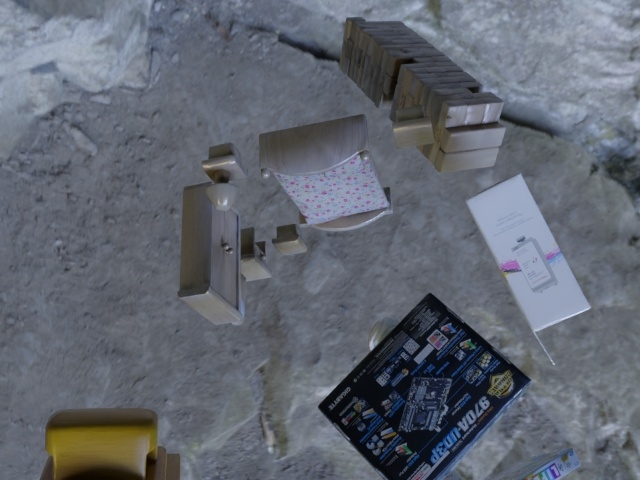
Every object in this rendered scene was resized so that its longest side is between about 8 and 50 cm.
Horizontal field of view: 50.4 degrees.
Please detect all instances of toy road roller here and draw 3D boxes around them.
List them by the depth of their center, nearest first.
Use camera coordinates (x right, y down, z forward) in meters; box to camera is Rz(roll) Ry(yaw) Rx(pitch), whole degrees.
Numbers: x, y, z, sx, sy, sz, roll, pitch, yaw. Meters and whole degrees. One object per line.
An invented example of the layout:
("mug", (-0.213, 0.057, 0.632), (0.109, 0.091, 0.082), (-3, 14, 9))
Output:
("toy road roller", (-0.299, 0.332, 0.960), (0.202, 0.329, 0.240), (3, 97, -12))

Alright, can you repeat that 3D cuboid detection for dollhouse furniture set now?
("dollhouse furniture set", (0.000, 0.000, 0.936), (0.356, 0.303, 0.173), (-9, 64, 13))

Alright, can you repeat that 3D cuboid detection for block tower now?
("block tower", (0.139, -0.227, 0.998), (0.097, 0.091, 0.335), (-9, 40, -23))

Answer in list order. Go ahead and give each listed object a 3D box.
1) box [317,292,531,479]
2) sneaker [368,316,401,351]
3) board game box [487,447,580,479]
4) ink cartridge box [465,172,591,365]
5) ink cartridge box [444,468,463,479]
("box", (0.133, 0.203, 0.884), (0.220, 0.051, 0.175), (-45, 64, -7))
("sneaker", (0.204, 0.232, 1.179), (0.262, 0.121, 0.099), (32, 86, -24))
("board game box", (0.277, 0.341, 0.959), (0.154, 0.103, 0.026), (-15, 74, -31))
("ink cartridge box", (0.233, 0.028, 0.756), (0.067, 0.115, 0.198), (-27, 88, 12))
("ink cartridge box", (0.213, 0.447, 1.124), (0.088, 0.122, 0.052), (-18, 113, -10))
